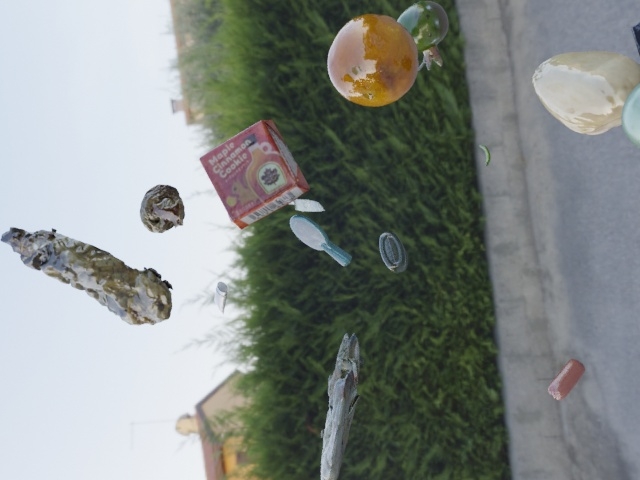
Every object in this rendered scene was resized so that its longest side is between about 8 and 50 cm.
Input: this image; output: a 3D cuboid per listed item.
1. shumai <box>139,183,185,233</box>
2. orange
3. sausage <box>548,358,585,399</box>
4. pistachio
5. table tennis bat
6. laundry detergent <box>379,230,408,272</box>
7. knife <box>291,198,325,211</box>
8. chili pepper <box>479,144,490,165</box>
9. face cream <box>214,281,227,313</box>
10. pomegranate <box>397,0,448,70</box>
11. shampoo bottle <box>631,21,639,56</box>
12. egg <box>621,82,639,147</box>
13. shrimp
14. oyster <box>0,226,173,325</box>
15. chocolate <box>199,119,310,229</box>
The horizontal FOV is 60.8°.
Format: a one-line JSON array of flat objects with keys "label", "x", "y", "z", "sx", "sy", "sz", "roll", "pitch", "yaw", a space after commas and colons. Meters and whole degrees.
[{"label": "shumai", "x": -0.452, "y": -0.099, "z": 1.590, "sx": 0.123, "sy": 0.105, "sz": 0.139, "roll": 30, "pitch": -128, "yaw": -35}, {"label": "orange", "x": 0.149, "y": -0.504, "z": 1.545, "sx": 0.261, "sy": 0.260, "sz": 0.261, "roll": -4, "pitch": -90, "yaw": -90}, {"label": "sausage", "x": 0.812, "y": 0.459, "z": 1.801, "sx": 0.062, "sy": 0.154, "sz": 0.062, "roll": 42, "pitch": 159, "yaw": 21}, {"label": "pistachio", "x": 0.719, "y": -0.404, "z": 1.470, "sx": 0.318, "sy": 0.193, "sz": 0.214, "roll": 40, "pitch": 123, "yaw": 40}, {"label": "table tennis bat", "x": 0.000, "y": 0.000, "z": 1.485, "sx": 0.033, "sy": 0.201, "sz": 0.124, "roll": -50, "pitch": -7, "yaw": -24}, {"label": "laundry detergent", "x": 0.252, "y": 0.042, "z": 1.840, "sx": 0.221, "sy": 0.078, "sz": 0.144, "roll": 21, "pitch": -129, "yaw": -75}, {"label": "knife", "x": -0.083, "y": -0.127, "z": 1.907, "sx": 0.297, "sy": 0.017, "sz": 0.047, "roll": 10, "pitch": 105, "yaw": 46}, {"label": "chili pepper", "x": 0.534, "y": -0.279, "z": 1.767, "sx": 0.017, "sy": 0.030, "sz": 0.083, "roll": 25, "pitch": -125, "yaw": -50}, {"label": "face cream", "x": -0.201, "y": 0.116, "z": 1.102, "sx": 0.038, "sy": 0.020, "sz": 0.115, "roll": 53, "pitch": 154, "yaw": 15}, {"label": "pomegranate", "x": 0.358, "y": -0.699, "z": 1.872, "sx": 0.181, "sy": 0.181, "sz": 0.224, "roll": -93, "pitch": -22, "yaw": -70}, {"label": "shampoo bottle", "x": 0.842, "y": -0.391, "z": 1.305, "sx": 0.098, "sy": 0.071, "sz": 0.310, "roll": -23, "pitch": 78, "yaw": 57}, {"label": "egg", "x": 0.696, "y": -0.259, "z": 1.108, "sx": 0.192, "sy": 0.149, "sz": 0.150, "roll": 27, "pitch": -124, "yaw": -59}, {"label": "shrimp", "x": 0.049, "y": 0.393, "z": 1.291, "sx": 0.247, "sy": 0.085, "sz": 0.361, "roll": 86, "pitch": -165, "yaw": -71}, {"label": "oyster", "x": -0.441, "y": 0.069, "z": 1.029, "sx": 0.129, "sy": 0.344, "sz": 0.079, "roll": -57, "pitch": 10, "yaw": 31}, {"label": "chocolate", "x": -0.189, "y": -0.184, "z": 1.497, "sx": 0.235, "sy": 0.237, "sz": 0.108, "roll": 62, "pitch": -170, "yaw": 5}]
